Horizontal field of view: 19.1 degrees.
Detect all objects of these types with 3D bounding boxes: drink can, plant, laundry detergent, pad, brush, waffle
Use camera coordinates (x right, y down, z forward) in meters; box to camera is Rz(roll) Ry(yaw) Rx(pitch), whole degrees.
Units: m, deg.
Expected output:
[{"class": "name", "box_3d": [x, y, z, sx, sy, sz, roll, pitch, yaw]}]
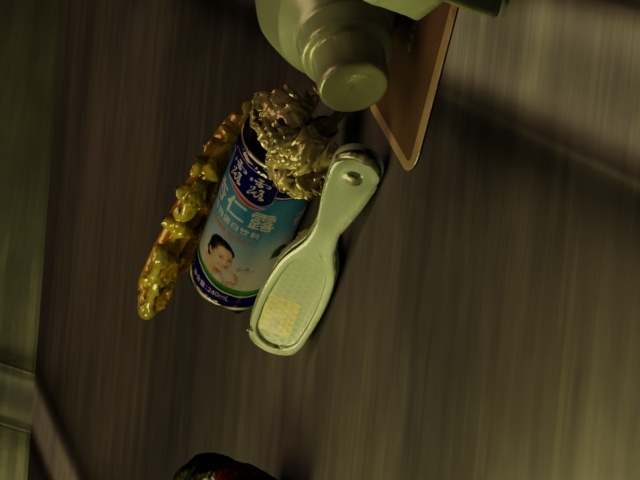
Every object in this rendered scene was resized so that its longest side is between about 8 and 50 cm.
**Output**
[{"class": "drink can", "box_3d": [-0.067, -0.030, 2.000, 0.235, 0.097, 0.097, 115, 154, -47]}, {"class": "plant", "box_3d": [-0.008, -0.105, 1.847, 0.116, 0.122, 0.104, 66, 167, -19]}, {"class": "laundry detergent", "box_3d": [-0.002, -0.271, 1.807, 0.264, 0.125, 0.398, 113, 154, -45]}, {"class": "pad", "box_3d": [0.089, -0.208, 1.692, 0.176, 0.002, 0.266, -114, 33, -58]}, {"class": "brush", "box_3d": [0.000, 0.000, 1.854, 0.060, 0.068, 0.297, -71, 6, -46]}, {"class": "waffle", "box_3d": [-0.133, -0.036, 2.114, 0.243, 0.059, 0.238, -59, -1, -41]}]

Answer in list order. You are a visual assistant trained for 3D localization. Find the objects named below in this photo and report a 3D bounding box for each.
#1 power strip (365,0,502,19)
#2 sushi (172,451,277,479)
[{"class": "power strip", "box_3d": [0.105, -0.304, 1.509, 0.229, 0.141, 0.261, 153, 134, -69]}, {"class": "sushi", "box_3d": [-0.101, 0.333, 1.948, 0.126, 0.136, 0.225, 31, 111, 62]}]
